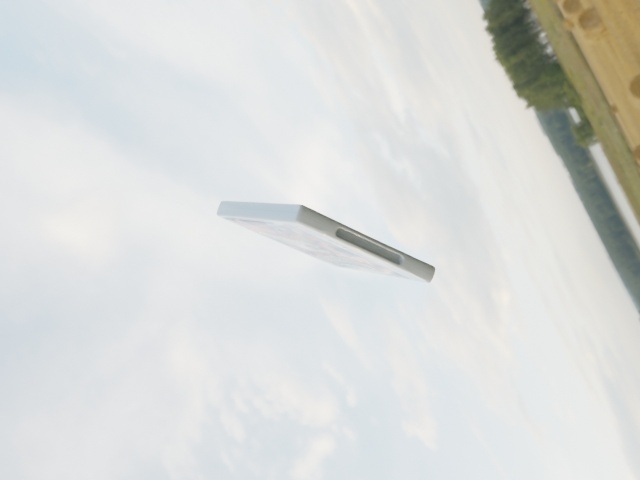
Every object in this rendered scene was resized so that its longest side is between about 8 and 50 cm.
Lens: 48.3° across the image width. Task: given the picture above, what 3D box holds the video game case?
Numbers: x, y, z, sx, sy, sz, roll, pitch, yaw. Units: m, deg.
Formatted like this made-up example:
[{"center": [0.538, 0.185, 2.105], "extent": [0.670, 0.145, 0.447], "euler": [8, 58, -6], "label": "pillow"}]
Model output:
[{"center": [0.000, 0.000, 0.807], "extent": [0.183, 0.201, 0.023], "euler": [24, -98, -29], "label": "video game case"}]
